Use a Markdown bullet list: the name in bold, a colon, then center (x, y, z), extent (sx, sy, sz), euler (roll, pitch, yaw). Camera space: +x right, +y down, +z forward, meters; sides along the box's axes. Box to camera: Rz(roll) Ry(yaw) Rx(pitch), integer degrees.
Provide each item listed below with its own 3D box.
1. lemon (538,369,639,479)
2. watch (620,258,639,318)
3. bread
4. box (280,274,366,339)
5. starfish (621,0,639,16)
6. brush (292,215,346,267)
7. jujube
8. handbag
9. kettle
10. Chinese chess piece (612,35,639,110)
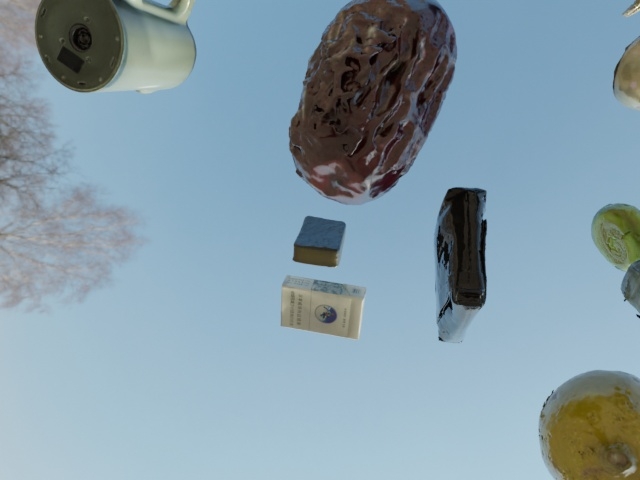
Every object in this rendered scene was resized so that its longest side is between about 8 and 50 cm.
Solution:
- **lemon**: center (0.537, 0.369, 0.913), extent (0.258, 0.310, 0.257), euler (-5, -99, 34)
- **watch**: center (0.627, 0.095, 0.728), extent (0.276, 0.275, 0.068), euler (-129, -147, -52)
- **bread**: center (0.596, -0.008, 0.975), extent (0.139, 0.071, 0.130), euler (62, -13, 21)
- **box**: center (0.002, 0.068, 0.508), extent (0.083, 0.024, 0.054), euler (9, -62, 8)
- **starfish**: center (0.566, -0.510, 0.837), extent (0.277, 0.062, 0.235), euler (8, -78, 42)
- **brush**: center (0.000, 0.000, 1.333), extent (0.123, 0.197, 0.059), euler (7, -63, 5)
- **jujube**: center (0.083, -0.244, 0.824), extent (0.259, 0.258, 0.376), euler (14, -115, 39)
- **handbag**: center (0.240, 0.052, 0.891), extent (0.080, 0.246, 0.222), euler (5, -115, 10)
- **kettle**: center (-0.202, -0.218, 0.521), extent (0.098, 0.148, 0.126), euler (7, -72, 15)
- **Chinese chess piece**: center (0.523, -0.266, 0.787), extent (0.051, 0.122, 0.122), euler (44, -57, 52)
